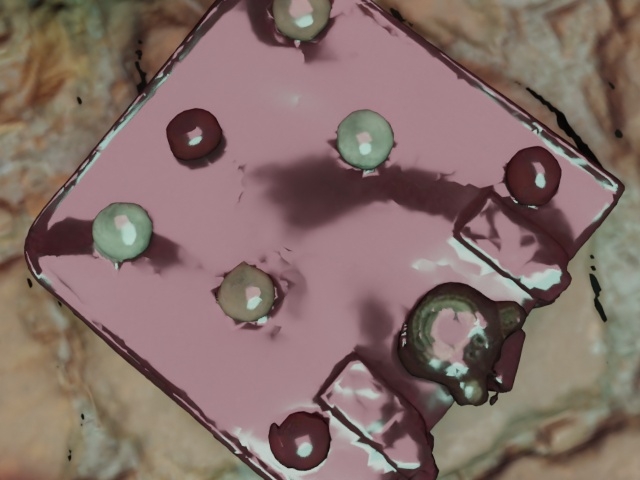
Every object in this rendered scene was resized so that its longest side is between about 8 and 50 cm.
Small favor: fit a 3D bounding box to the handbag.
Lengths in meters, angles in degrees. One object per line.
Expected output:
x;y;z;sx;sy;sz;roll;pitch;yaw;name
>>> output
-0.001;-0.001;0.416;0.216;0.074;0.203;38;84;11;handbag
